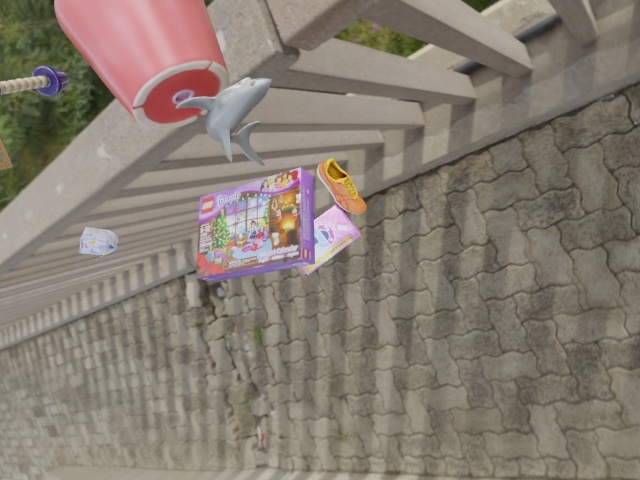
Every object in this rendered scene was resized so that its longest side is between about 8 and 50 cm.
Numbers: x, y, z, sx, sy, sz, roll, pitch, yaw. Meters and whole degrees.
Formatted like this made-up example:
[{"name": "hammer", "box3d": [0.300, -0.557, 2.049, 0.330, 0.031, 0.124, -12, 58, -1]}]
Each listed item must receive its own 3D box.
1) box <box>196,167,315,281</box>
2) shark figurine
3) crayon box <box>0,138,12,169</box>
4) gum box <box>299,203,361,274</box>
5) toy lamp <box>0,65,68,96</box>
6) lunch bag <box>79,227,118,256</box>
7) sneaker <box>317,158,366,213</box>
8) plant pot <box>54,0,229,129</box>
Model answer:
[{"name": "box", "box3d": [-0.149, -0.027, 1.040, 0.293, 0.057, 0.201, -12, 70, 29]}, {"name": "shark figurine", "box3d": [-0.174, -0.201, 0.907, 0.278, 0.166, 0.116, 134, 118, -76]}, {"name": "crayon box", "box3d": [-0.581, -0.180, 0.744, 0.278, 0.081, 0.165, 21, 129, 61]}, {"name": "gum box", "box3d": [0.000, 0.000, 1.268, 0.188, 0.062, 0.107, -37, 90, -8]}, {"name": "toy lamp", "box3d": [-0.733, -0.387, 1.166, 0.080, 0.275, 0.080, 4, 115, 9]}, {"name": "lunch bag", "box3d": [-0.557, 0.006, 1.185, 0.071, 0.083, 0.053, -123, 42, -60]}, {"name": "sneaker", "box3d": [0.061, -0.135, 1.221, 0.175, 0.064, 0.067, 45, 154, -17]}, {"name": "plant pot", "box3d": [-0.314, -0.366, 0.889, 0.275, 0.275, 0.243, -36, 80, 35]}]
